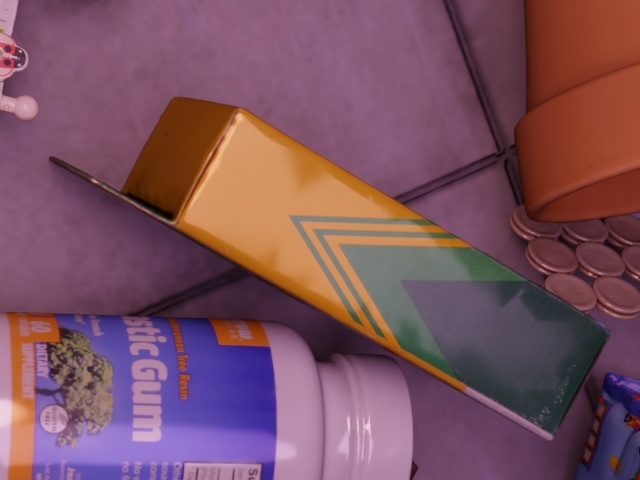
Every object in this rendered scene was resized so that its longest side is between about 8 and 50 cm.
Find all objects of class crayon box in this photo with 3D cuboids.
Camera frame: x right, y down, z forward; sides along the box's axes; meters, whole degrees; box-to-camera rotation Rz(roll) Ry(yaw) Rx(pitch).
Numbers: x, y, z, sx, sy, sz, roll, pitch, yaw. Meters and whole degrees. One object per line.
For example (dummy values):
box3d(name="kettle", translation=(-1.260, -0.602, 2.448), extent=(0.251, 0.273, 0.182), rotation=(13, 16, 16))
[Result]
box3d(name="crayon box", translation=(0.000, 0.000, 1.161), extent=(0.323, 0.203, 0.083), rotation=(29, 88, -17))

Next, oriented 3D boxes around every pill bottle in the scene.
box3d(name="pill bottle", translation=(-0.086, 0.124, 1.179), extent=(0.272, 0.152, 0.152), rotation=(2, 96, -15))

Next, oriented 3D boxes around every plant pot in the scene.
box3d(name="plant pot", translation=(0.251, -0.143, 1.191), extent=(0.291, 0.291, 0.203), rotation=(-11, 82, -14))

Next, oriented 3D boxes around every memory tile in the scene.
box3d(name="memory tile", translation=(0.206, 0.017, 1.268), extent=(0.148, 0.113, 0.012), rotation=(5, 128, -21))

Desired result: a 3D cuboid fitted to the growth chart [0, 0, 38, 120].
box3d(name="growth chart", translation=(-0.249, -0.194, 1.125), extent=(0.172, 0.021, 0.237), rotation=(8, 70, -20))

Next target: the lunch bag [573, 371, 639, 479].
box3d(name="lunch bag", translation=(0.320, 0.240, 1.289), extent=(0.293, 0.138, 0.221), rotation=(12, 102, -11))

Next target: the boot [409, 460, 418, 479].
box3d(name="boot", translation=(0.049, 0.199, 1.288), extent=(0.106, 0.037, 0.114), rotation=(23, 86, -19))
